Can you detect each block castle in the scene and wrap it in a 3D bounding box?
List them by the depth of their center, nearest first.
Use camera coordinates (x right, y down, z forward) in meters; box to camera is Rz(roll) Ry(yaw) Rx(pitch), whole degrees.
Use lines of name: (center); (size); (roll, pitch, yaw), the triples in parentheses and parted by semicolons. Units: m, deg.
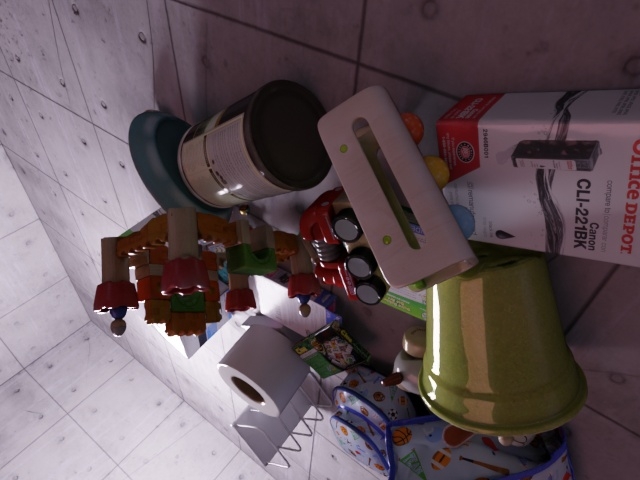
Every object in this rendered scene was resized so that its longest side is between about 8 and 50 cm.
block castle: (-0.235, 0.094, 1.012); (0.303, 0.453, 0.213); (-16, 74, 30)

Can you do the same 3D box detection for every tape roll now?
tape roll: (-0.176, 0.405, 1.406); (0.246, 0.169, 0.246); (26, 143, 22)

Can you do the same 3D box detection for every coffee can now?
coffee can: (-0.138, -0.181, 0.913); (0.275, 0.201, 0.201); (-6, 118, 47)

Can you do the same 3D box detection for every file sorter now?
file sorter: (-0.117, 0.596, 1.534); (0.173, 0.277, 0.193); (-21, 107, 47)

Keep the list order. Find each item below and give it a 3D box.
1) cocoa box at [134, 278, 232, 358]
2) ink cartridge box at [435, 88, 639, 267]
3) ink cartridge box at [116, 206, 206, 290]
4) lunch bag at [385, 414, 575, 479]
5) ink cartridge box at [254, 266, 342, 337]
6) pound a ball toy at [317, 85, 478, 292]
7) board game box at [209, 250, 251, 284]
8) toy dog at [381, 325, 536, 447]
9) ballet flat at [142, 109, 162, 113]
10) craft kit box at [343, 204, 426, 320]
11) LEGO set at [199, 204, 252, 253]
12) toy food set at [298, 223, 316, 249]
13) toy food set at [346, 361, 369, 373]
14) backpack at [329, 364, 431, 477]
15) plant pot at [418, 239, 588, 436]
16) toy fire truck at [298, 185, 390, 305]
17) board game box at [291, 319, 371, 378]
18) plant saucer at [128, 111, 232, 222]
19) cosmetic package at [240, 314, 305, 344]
cocoa box: (-0.516, 0.196, 1.593); (0.347, 0.228, 0.231); (35, 147, 17)
ink cartridge box: (0.316, -0.092, 0.617); (0.273, 0.114, 0.197); (11, 130, 38)
ink cartridge box: (-0.476, 0.011, 1.362); (0.115, 0.273, 0.198); (37, 142, 10)
lunch bag: (0.373, 0.561, 1.031); (0.385, 0.239, 0.328); (-15, 117, 14)
ink cartridge box: (-0.052, 0.193, 1.280); (0.311, 0.065, 0.186); (25, 138, 30)
pound a ball toy: (0.126, -0.089, 0.684); (0.135, 0.208, 0.319); (-28, 71, 17)
board game box: (-0.292, 0.074, 1.440); (0.186, 0.026, 0.126); (-21, 107, 51)
toy dog: (0.267, 0.325, 0.959); (0.333, 0.161, 0.220); (6, 114, 47)
ballet flat: (-0.417, -0.215, 1.264); (0.106, 0.107, 0.316); (30, 138, 54)
craft kit box: (0.153, 0.037, 0.946); (0.250, 0.061, 0.247); (21, 133, 31)
LEGO set: (-0.266, -0.021, 1.250); (0.244, 0.060, 0.182); (-16, 129, 32)
toy food set: (0.000, 0.000, 1.094); (0.078, 0.019, 0.122); (-5, 127, 47)
toy food set: (0.054, 0.348, 1.332); (0.192, 0.038, 0.132); (26, 138, 26)
backpack: (0.146, 0.481, 1.230); (0.276, 0.213, 0.263); (3, 119, 44)
plant pot: (0.285, 0.130, 0.758); (0.276, 0.276, 0.254); (3, 112, 43)
toy fire truck: (0.021, 0.001, 0.903); (0.246, 0.158, 0.217); (-1, 123, 33)
board game box: (0.023, 0.308, 1.242); (0.136, 0.030, 0.259); (43, 143, -3)
plant saucer: (-0.302, -0.166, 1.044); (0.043, 0.317, 0.317); (-27, 104, 20)
cosmetic package: (-0.159, 0.301, 1.482); (0.239, 0.060, 0.099); (-9, 121, 48)
